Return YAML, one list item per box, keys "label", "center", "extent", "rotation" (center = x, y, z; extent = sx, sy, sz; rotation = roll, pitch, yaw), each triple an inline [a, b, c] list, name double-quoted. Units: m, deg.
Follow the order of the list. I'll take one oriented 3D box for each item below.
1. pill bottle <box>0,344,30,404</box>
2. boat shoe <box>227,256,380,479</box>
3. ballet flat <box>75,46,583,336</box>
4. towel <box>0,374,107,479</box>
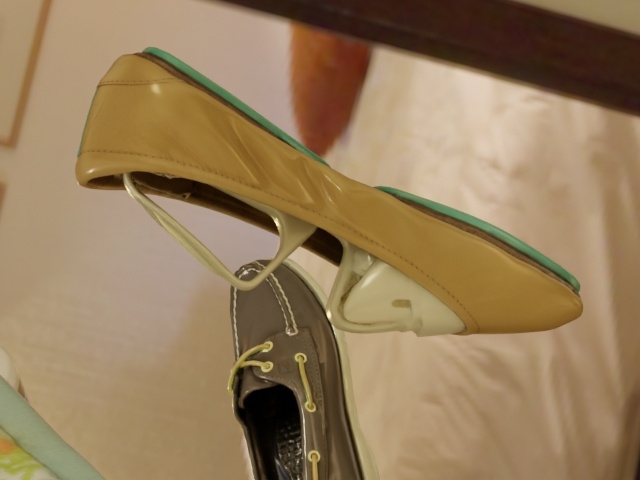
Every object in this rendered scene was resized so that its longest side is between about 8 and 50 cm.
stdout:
- label: "pill bottle"
  center: [-0.295, 0.221, 1.337]
  extent: [0.153, 0.153, 0.265]
  rotation: [-90, -10, -56]
- label: "boat shoe"
  center: [-0.022, 0.107, 1.087]
  extent: [0.081, 0.068, 0.228]
  rotation: [-41, 56, 36]
- label: "ballet flat"
  center: [0.000, 0.000, 0.695]
  extent: [0.073, 0.232, 0.080]
  rotation: [-62, 1, -14]
- label: "towel"
  center: [-0.271, 0.115, 0.673]
  extent: [0.374, 0.320, 0.090]
  rotation: [25, 113, 50]
